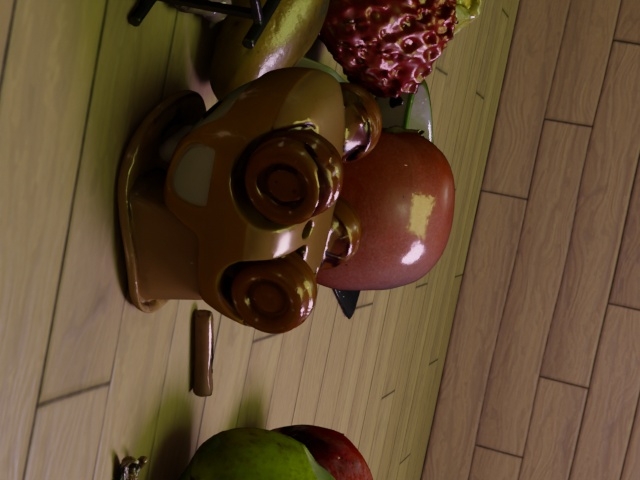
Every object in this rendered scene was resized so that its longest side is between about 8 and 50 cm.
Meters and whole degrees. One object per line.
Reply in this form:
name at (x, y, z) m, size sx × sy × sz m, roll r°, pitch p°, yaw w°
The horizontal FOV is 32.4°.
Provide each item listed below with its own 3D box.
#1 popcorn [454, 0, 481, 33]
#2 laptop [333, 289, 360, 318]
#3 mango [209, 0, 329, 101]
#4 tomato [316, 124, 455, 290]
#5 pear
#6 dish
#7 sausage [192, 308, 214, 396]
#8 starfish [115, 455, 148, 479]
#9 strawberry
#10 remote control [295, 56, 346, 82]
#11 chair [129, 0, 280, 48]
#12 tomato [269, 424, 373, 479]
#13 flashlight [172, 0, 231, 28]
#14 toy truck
popcorn at (0.137, -0.367, 1.616) m, size 0.167 × 0.188 × 0.185 m, roll -55°, pitch 137°, yaw -53°
laptop at (0.055, 0.053, 1.959) m, size 0.180 × 0.016 × 0.129 m, roll 63°, pitch 41°, yaw -64°
mango at (-0.057, -0.230, 1.201) m, size 0.137 × 0.098 × 0.195 m, roll 99°, pitch 15°, yaw -79°
tomato at (0.060, -0.044, 1.482) m, size 0.256 × 0.256 × 0.224 m, roll 1°, pitch 83°, yaw -74°
pear at (-0.094, 0.357, 1.347) m, size 0.176 × 0.287 × 0.281 m, roll -110°, pitch 176°, yaw -63°
dish at (0.102, -0.106, 1.803) m, size 0.324 × 0.124 × 0.324 m, roll 3°, pitch 90°, yaw -77°
sausage at (-0.141, 0.134, 1.324) m, size 0.026 × 0.026 × 0.116 m, roll -50°, pitch 148°, yaw -58°
starfish at (-0.210, 0.274, 1.186) m, size 0.078 × 0.028 × 0.091 m, roll 62°, pitch 46°, yaw -58°
strawberry at (0.051, -0.296, 1.446) m, size 0.178 × 0.234 × 0.233 m, roll -1°, pitch 105°, yaw -43°
remote control at (0.018, -0.196, 1.502) m, size 0.038 × 0.090 × 0.309 m, roll -68°, pitch 165°, yaw 0°
chair at (-0.072, -0.321, 1.002) m, size 0.154 × 0.141 × 0.260 m, roll 83°, pitch 27°, yaw -51°
tomato at (-0.024, 0.357, 1.571) m, size 0.208 × 0.208 × 0.184 m, roll 14°, pitch 83°, yaw -74°
flashlight at (-0.120, -0.240, 1.104) m, size 0.052 × 0.031 × 0.110 m, roll -56°, pitch 166°, yaw 17°
toy truck at (-0.069, -0.040, 1.106) m, size 0.204 × 0.212 × 0.288 m, roll -53°, pitch 155°, yaw -57°
